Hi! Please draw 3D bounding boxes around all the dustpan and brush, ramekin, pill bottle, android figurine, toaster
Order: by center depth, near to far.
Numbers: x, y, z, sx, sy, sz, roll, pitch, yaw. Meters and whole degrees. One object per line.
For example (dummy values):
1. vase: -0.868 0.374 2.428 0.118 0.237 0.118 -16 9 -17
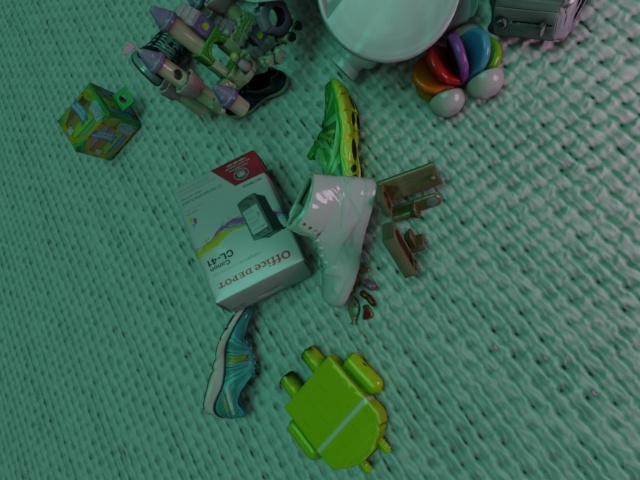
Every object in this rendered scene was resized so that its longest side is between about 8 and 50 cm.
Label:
1. toaster: 0.423 -0.481 0.873 0.146 0.129 0.227 25 77 23
2. ramekin: 0.132 -0.486 0.920 0.272 0.127 0.273 2 103 7
3. dustpan and brush: 0.281 -0.530 0.995 0.147 0.060 0.211 1 82 52
4. android figurine: 0.033 0.368 1.011 0.273 0.056 0.248 43 103 25
5. pill bottle: 0.110 -0.455 1.049 0.184 0.103 0.103 -46 66 14

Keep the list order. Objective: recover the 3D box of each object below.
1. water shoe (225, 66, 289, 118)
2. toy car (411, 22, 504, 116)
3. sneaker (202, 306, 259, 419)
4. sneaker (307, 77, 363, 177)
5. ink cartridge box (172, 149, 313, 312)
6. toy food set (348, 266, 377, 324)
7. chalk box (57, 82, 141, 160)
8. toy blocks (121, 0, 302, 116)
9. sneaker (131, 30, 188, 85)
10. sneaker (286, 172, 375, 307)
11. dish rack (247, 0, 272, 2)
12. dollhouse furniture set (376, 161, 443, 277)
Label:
1. water shoe: -0.180 -0.386 1.201 0.203 0.080 0.073 -23 73 23
2. toy car: 0.269 -0.354 0.936 0.181 0.136 0.159 -22 74 23
3. sneaker: -0.199 0.291 1.131 0.109 0.107 0.276 12 84 -2
4. sneaker: 0.024 -0.227 1.060 0.123 0.109 0.296 -5 82 22
5. ink cartridge box: -0.181 -0.021 1.096 0.226 0.131 0.306 -27 69 0
6. toy food set: 0.091 0.123 1.032 0.077 0.019 0.122 -11 79 25
7. chalk box: -0.647 -0.368 1.401 0.213 0.132 0.132 -42 73 15
8. toy blocks: -0.272 -0.471 1.091 0.308 0.260 0.289 22 82 49
9. sneaker: -0.413 -0.524 1.271 0.153 0.099 0.282 -35 32 13
10. sneaker: 0.000 0.000 0.983 0.108 0.169 0.293 -139 57 -63
11. dish rack: -0.030 -0.658 1.052 0.332 0.072 0.286 -7 60 0
12. dollhouse furniture set: 0.196 -0.039 0.930 0.123 0.144 0.151 -19 39 23
